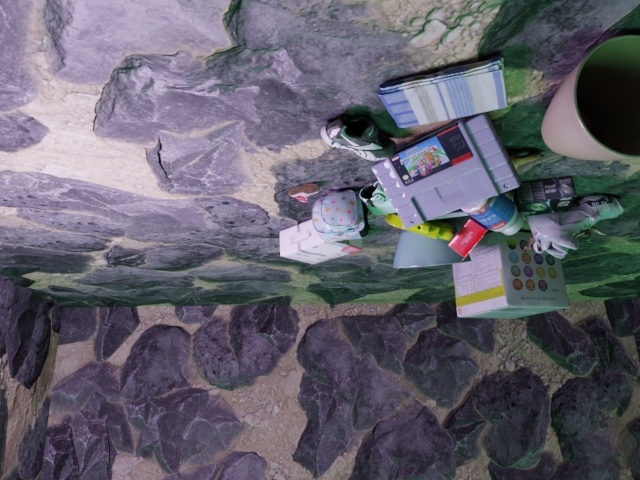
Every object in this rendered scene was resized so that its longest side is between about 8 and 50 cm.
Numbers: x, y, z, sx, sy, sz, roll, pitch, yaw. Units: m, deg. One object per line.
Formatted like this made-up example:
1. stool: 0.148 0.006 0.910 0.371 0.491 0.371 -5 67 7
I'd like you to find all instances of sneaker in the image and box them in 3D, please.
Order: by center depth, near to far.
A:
1. sneaker: 0.121 -0.274 1.387 0.234 0.078 0.106 11 160 -28
2. sneaker: 0.257 -0.152 1.743 0.256 0.094 0.151 -12 156 26
3. sneaker: -0.041 -0.160 1.770 0.119 0.042 0.067 -4 159 32
4. sneaker: 0.940 -0.049 1.926 0.366 0.210 0.137 -1 162 -1

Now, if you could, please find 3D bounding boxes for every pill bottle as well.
1. pill bottle: 0.590 -0.105 1.783 0.222 0.124 0.124 28 149 -27

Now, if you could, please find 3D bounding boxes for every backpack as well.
1. backpack: 0.062 -0.083 1.816 0.189 0.165 0.144 -12 158 19

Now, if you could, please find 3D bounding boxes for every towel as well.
1. towel: 0.300 -0.348 1.256 0.285 0.034 0.209 -7 163 22

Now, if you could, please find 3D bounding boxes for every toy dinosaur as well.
1. toy dinosaur: 0.971 -0.040 2.101 0.296 0.127 0.200 -4 162 -7

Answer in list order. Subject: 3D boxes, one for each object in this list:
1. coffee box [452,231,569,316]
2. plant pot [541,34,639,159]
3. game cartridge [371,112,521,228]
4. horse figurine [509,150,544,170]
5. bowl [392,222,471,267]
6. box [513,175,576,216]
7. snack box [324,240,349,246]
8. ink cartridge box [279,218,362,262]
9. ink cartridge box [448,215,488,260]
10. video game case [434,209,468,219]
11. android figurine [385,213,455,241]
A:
1. coffee box: 0.839 0.162 2.355 0.338 0.334 0.338 4 163 -21
2. plant pot: 0.632 -0.285 1.195 0.257 0.256 0.274 -1 177 -3
3. game cartridge: 0.339 -0.188 1.456 0.355 0.068 0.230 -22 112 35
4. horse figurine: 0.517 -0.232 1.571 0.263 0.066 0.174 6 166 -28
5. bowl: 0.438 0.017 2.090 0.312 0.163 0.311 -4 179 0
6. box: 0.775 -0.150 1.817 0.180 0.077 0.147 -6 161 13
7. snack box: 0.058 -0.052 1.947 0.100 0.141 0.037 14 156 -39
8. ink cartridge box: 0.000 0.000 2.136 0.283 0.117 0.207 -19 155 41
9. ink cartridge box: 0.549 -0.029 1.906 0.134 0.078 0.231 -58 169 29
10. video game case: 0.436 -0.105 1.874 0.157 0.019 0.143 -7 -164 -3
11. android figurine: 0.352 -0.066 1.898 0.273 0.056 0.248 20 -165 15
